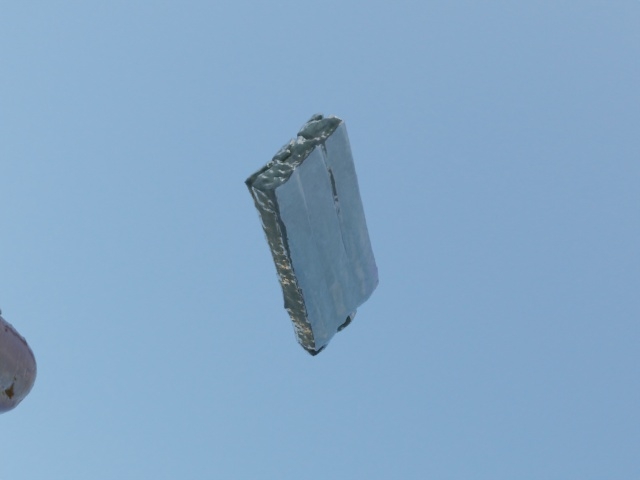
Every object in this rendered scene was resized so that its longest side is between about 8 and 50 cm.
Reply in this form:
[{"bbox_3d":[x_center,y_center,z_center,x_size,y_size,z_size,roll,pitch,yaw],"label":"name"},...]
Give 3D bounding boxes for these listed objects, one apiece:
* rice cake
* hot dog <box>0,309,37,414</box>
[{"bbox_3d":[0.000,0.000,0.978,0.038,0.124,0.211,18,-39,37],"label":"rice cake"},{"bbox_3d":[-0.176,0.021,0.431,0.071,0.165,0.045,6,-125,30],"label":"hot dog"}]
